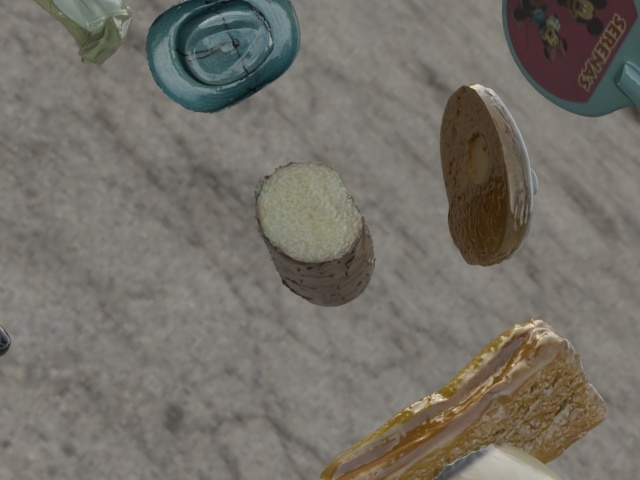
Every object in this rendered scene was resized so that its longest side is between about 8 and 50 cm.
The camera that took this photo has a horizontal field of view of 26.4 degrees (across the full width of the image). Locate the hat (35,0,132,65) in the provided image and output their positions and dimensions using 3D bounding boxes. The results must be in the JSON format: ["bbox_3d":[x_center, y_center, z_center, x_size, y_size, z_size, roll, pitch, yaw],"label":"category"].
[{"bbox_3d":[-0.291,-0.278,1.623,0.122,0.081,0.166,28,-11,48],"label":"hat"}]

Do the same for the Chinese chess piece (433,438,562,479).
[{"bbox_3d":[0.070,0.305,1.114,0.140,0.338,0.338,50,24,12],"label":"Chinese chess piece"}]

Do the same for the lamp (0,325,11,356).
[{"bbox_3d":[-0.462,0.116,1.569,0.198,0.198,0.244,44,-2,3],"label":"lamp"}]

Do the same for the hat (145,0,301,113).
[{"bbox_3d":[-0.111,-0.230,1.603,0.138,0.190,0.078,63,-2,-16],"label":"hat"}]

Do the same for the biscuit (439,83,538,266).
[{"bbox_3d":[0.193,-0.075,1.557,0.049,0.181,0.208,-6,88,-19],"label":"biscuit"}]

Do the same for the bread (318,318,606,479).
[{"bbox_3d":[0.173,0.264,1.701,0.185,0.380,0.109,60,-10,-32],"label":"bread"}]

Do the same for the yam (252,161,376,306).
[{"bbox_3d":[-0.002,0.001,1.614,0.238,0.128,0.129,69,23,-71],"label":"yam"}]

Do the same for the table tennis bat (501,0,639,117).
[{"bbox_3d":[0.242,-0.150,1.117,0.040,0.153,0.244,-26,65,-37],"label":"table tennis bat"}]
